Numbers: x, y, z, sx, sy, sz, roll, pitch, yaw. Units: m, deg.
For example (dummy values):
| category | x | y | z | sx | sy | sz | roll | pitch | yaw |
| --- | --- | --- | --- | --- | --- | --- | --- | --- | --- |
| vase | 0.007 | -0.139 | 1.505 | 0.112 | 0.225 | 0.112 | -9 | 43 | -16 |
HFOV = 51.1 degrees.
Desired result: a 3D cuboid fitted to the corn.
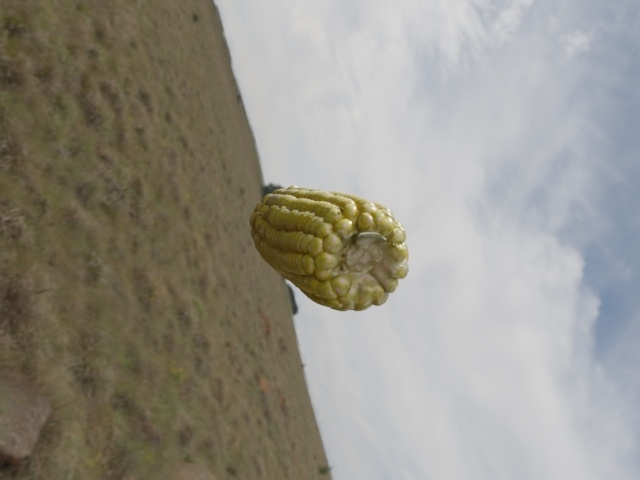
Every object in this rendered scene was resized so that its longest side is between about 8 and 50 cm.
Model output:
| category | x | y | z | sx | sy | sz | roll | pitch | yaw |
| --- | --- | --- | --- | --- | --- | --- | --- | --- | --- |
| corn | 0.000 | 0.000 | 0.591 | 0.244 | 0.093 | 0.093 | -153 | -133 | -72 |
